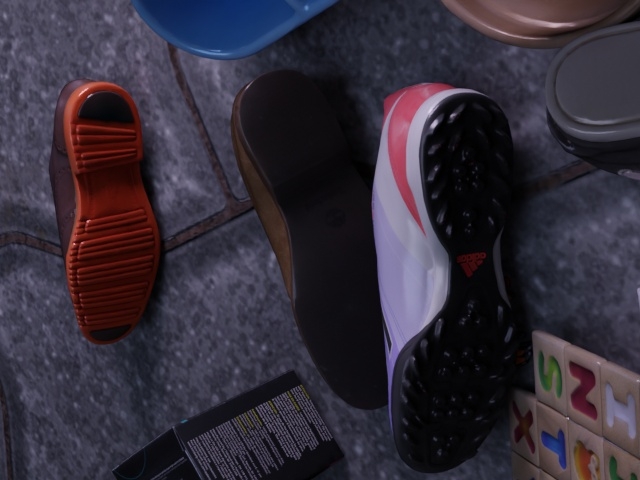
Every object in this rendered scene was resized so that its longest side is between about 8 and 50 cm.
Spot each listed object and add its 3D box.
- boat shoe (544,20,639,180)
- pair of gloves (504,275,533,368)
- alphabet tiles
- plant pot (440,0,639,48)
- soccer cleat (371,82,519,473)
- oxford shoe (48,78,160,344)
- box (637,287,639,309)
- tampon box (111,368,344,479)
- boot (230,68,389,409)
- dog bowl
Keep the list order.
[{"bbox_3d":[0.312,-0.100,0.885,0.335,0.095,0.112,-4,69,20],"label":"boat shoe"},{"bbox_3d":[0.139,0.073,1.166,0.074,0.010,0.083,-23,87,44],"label":"pair of gloves"},{"bbox_3d":[0.213,0.226,1.018,0.342,0.011,0.285,-154,59,-72],"label":"alphabet tiles"},{"bbox_3d":[0.173,-0.256,0.962,0.237,0.110,0.237,14,111,38],"label":"plant pot"},{"bbox_3d":[0.092,0.030,1.139,0.116,0.108,0.318,-151,58,-62],"label":"soccer cleat"},{"bbox_3d":[-0.225,-0.031,1.418,0.098,0.097,0.271,24,116,57],"label":"oxford shoe"},{"bbox_3d":[0.321,0.159,0.930,0.169,0.087,0.290,-9,86,36],"label":"box"},{"bbox_3d":[-0.085,0.210,1.306,0.120,0.161,0.101,-39,77,43],"label":"tampon box"},{"bbox_3d":[0.000,0.000,1.230,0.305,0.112,0.115,70,164,-5],"label":"boot"},{"bbox_3d":[-0.046,-0.246,1.128,0.166,0.074,0.297,41,137,-23],"label":"dog bowl"}]
